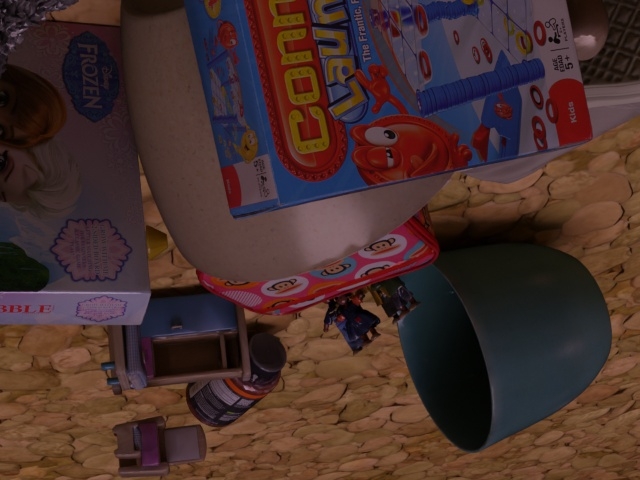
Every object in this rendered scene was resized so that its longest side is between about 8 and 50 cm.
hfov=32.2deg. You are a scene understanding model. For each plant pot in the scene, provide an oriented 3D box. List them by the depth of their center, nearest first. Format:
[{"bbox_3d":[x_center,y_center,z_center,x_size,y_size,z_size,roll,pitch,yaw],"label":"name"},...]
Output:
[{"bbox_3d":[0.278,0.135,1.627,0.235,0.293,0.293,-15,153,-18],"label":"plant pot"}]

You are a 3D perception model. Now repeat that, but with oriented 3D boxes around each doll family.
[{"bbox_3d":[0.064,0.090,1.650,0.193,0.111,0.076,-41,173,25],"label":"doll family"}]

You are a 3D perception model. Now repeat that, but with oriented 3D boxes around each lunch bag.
[{"bbox_3d":[0.000,0.000,1.470,0.293,0.120,0.258,-20,153,20],"label":"lunch bag"}]

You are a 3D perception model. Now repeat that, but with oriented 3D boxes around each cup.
[{"bbox_3d":[-0.050,-0.161,1.021,0.331,0.331,0.237,-20,126,17],"label":"cup"}]

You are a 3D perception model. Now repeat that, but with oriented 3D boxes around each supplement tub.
[{"bbox_3d":[-0.133,0.223,1.813,0.106,0.106,0.198,11,144,-32],"label":"supplement tub"}]

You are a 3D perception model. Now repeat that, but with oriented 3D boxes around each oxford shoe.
[{"bbox_3d":[0.303,-0.184,1.192,0.130,0.169,0.449,22,145,-38],"label":"oxford shoe"}]

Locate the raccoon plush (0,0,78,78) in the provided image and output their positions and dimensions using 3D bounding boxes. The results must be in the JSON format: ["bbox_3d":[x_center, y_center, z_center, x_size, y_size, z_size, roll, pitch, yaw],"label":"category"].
[{"bbox_3d":[-0.278,-0.177,0.792,0.216,0.446,0.299,-31,133,9],"label":"raccoon plush"}]

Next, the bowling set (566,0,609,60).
[{"bbox_3d":[0.206,-0.271,1.068,0.287,0.154,0.200,-30,126,32],"label":"bowling set"}]

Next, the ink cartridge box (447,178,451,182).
[{"bbox_3d":[0.073,-0.123,1.238,0.109,0.150,0.063,4,151,-23],"label":"ink cartridge box"}]

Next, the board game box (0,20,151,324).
[{"bbox_3d":[-0.330,-0.074,1.031,0.318,0.318,0.066,1,148,-20],"label":"board game box"}]

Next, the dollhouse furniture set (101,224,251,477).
[{"bbox_3d":[-0.188,0.146,1.481,0.198,0.286,0.303,-6,161,-8],"label":"dollhouse furniture set"}]

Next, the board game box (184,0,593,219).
[{"bbox_3d":[0.048,-0.196,0.874,0.302,0.308,0.086,-14,-177,-29],"label":"board game box"}]
